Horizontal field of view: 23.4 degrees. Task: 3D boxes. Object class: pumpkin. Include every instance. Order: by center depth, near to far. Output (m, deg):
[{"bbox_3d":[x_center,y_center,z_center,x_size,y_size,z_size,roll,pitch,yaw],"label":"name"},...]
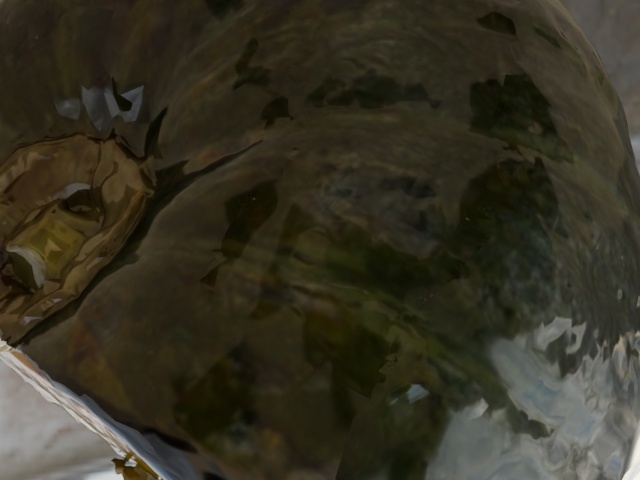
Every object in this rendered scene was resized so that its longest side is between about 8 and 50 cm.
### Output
[{"bbox_3d":[0.000,0.000,0.552,0.325,0.232,0.242,31,163,40],"label":"pumpkin"}]
